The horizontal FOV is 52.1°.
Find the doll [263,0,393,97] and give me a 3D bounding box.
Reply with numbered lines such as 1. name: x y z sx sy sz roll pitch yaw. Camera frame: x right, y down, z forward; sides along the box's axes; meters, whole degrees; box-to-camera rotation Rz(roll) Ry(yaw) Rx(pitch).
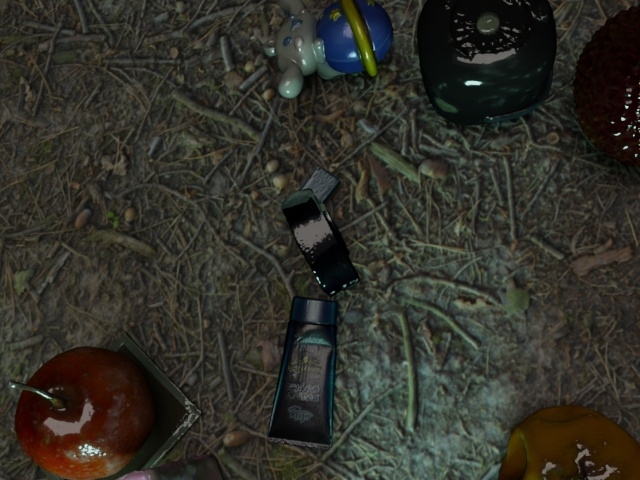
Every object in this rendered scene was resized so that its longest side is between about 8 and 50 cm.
1. doll: 0.016 -0.409 1.317 0.242 0.159 0.311 -32 49 14

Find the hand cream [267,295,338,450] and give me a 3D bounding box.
1. hand cream: -0.024 0.241 1.204 0.120 0.061 0.271 6 85 6

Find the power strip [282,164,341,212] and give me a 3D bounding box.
1. power strip: -0.017 -0.082 1.285 0.056 0.032 0.123 36 85 16

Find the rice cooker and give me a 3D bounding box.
1. rice cooker: 0.302 -0.349 1.196 0.267 0.224 0.268 -2 75 8

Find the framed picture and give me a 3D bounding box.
1. framed picture: -0.399 0.360 1.252 0.231 0.018 0.293 41 86 16

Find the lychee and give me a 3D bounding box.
1. lychee: 0.568 -0.260 1.109 0.275 0.276 0.304 -32 48 1

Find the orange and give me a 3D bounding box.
1. orange: 0.403 0.386 1.023 0.248 0.183 0.249 -3 76 11

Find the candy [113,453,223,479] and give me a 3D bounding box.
1. candy: -0.251 0.448 1.079 0.115 0.265 0.156 -18 74 8

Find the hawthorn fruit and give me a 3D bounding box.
1. hawthorn fruit: -0.408 0.311 1.145 0.234 0.263 0.232 13 101 -14

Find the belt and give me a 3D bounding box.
1. belt: 0.000 0.000 1.198 0.078 0.151 0.199 -29 100 3
